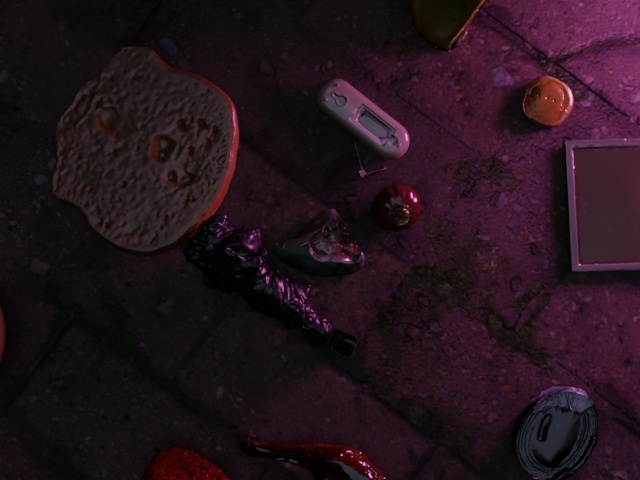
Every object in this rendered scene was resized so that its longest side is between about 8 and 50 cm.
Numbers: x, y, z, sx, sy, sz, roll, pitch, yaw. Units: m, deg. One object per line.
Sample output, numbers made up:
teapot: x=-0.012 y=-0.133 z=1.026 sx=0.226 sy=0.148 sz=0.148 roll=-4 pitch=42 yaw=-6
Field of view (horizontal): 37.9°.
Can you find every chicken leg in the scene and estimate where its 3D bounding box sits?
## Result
chicken leg: x=0.027 y=0.474 z=1.842 sx=0.406 sy=0.096 sz=0.158 roll=32 pitch=106 yaw=4

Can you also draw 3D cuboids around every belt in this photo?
belt: x=0.466 y=0.378 z=1.849 sx=0.151 sy=0.078 sz=0.198 roll=35 pitch=89 yaw=6

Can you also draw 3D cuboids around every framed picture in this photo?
framed picture: x=0.610 y=-0.073 z=1.904 sx=0.216 sy=0.016 sz=0.274 roll=-1 pitch=87 yaw=1

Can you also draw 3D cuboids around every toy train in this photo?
toy train: x=0.041 y=0.202 z=1.792 sx=0.044 sy=0.209 sz=0.042 roll=24 pitch=88 yaw=2

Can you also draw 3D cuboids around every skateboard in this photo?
skateboard: x=0.095 y=-0.173 z=1.905 sx=0.063 sy=0.032 sz=0.083 roll=-17 pitch=89 yaw=-11

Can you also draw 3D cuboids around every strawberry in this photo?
strawberry: x=-0.246 y=0.532 z=1.771 sx=0.238 sy=0.250 sz=0.288 roll=2 pitch=48 yaw=-25

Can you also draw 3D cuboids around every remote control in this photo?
remote control: x=0.086 y=-0.248 z=1.900 sx=0.221 sy=0.042 sz=0.078 roll=39 pitch=89 yaw=2

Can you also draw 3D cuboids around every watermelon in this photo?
watermelon: x=0.000 y=0.000 z=1.877 sx=0.187 sy=0.071 sz=0.139 roll=9 pitch=83 yaw=1

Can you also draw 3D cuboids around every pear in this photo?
pear: x=0.269 y=-0.515 z=1.812 sx=0.164 sy=0.255 sz=0.238 roll=38 pitch=92 yaw=0

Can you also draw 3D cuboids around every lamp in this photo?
lamp: x=0.152 y=-0.066 z=1.868 sx=0.101 sy=0.090 sz=0.101 roll=-6 pitch=121 yaw=-10

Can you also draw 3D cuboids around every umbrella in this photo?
umbrella: x=-0.108 y=0.071 z=1.849 sx=0.336 sy=0.128 sz=0.154 roll=28 pitch=110 yaw=-6

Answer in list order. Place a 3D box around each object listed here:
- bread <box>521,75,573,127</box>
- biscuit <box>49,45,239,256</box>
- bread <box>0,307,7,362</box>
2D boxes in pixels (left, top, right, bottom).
bread: x=0.465 y=-0.284 z=1.911 sx=0.110 sy=0.024 sz=0.110 roll=0 pitch=88 yaw=0
biscuit: x=-0.354 y=-0.175 z=1.886 sx=0.365 sy=0.062 sz=0.385 roll=32 pitch=88 yaw=2
bread: x=-0.760 y=0.197 z=1.819 sx=0.305 sy=0.159 sz=0.306 roll=0 pitch=88 yaw=-4
